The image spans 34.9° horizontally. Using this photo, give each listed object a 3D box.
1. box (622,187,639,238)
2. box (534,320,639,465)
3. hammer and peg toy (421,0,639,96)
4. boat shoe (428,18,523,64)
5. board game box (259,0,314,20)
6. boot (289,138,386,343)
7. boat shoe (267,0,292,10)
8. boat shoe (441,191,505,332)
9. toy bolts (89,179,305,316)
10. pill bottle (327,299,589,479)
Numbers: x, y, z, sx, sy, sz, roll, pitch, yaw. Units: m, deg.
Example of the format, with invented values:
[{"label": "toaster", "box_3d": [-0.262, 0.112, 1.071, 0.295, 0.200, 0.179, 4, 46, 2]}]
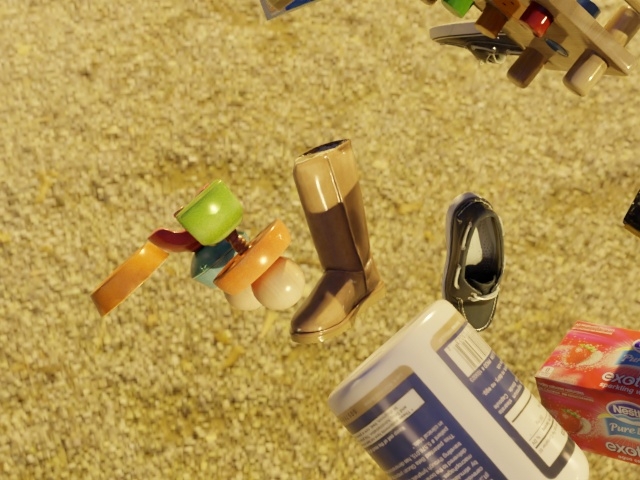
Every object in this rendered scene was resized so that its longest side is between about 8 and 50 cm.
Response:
[{"label": "box", "box_3d": [0.534, -0.089, 1.175, 0.079, 0.321, 0.257, -1, 33, -42]}, {"label": "box", "box_3d": [0.420, 0.202, 1.292, 0.257, 0.122, 0.128, 9, 39, 41]}, {"label": "hammer and peg toy", "box_3d": [0.280, -0.289, 1.278, 0.266, 0.361, 0.127, 38, 91, -18]}, {"label": "boat shoe", "box_3d": [0.258, -0.303, 1.558, 0.219, 0.070, 0.078, 9, 21, 44]}, {"label": "board game box", "box_3d": [0.010, -0.445, 1.769, 0.210, 0.047, 0.160, -23, 11, -12]}, {"label": "boot", "box_3d": [0.000, 0.000, 1.616, 0.089, 0.269, 0.236, -3, 20, 35]}, {"label": "boat shoe", "box_3d": [-0.030, -0.396, 1.339, 0.104, 0.307, 0.110, 40, 65, -15]}, {"label": "boat shoe", "box_3d": [0.291, 0.060, 1.914, 0.114, 0.302, 0.091, -21, 32, -13]}, {"label": "toy bolts", "box_3d": [-0.131, 0.044, 1.180, 0.218, 0.228, 0.158, -42, 99, -1]}, {"label": "pill bottle", "box_3d": [0.091, 0.125, 0.583, 0.094, 0.094, 0.169, -38, 84, -32]}]
